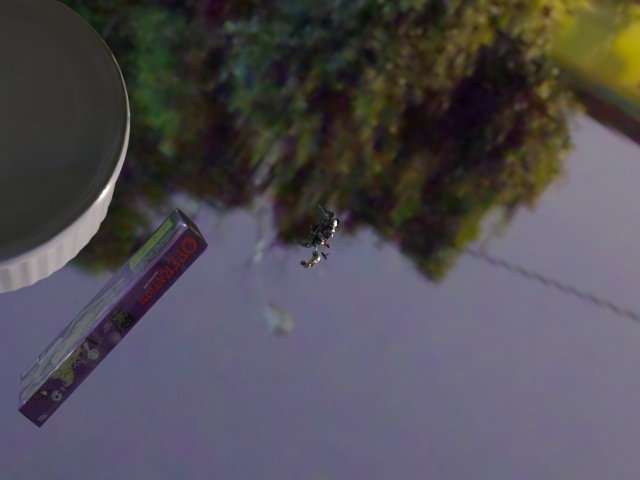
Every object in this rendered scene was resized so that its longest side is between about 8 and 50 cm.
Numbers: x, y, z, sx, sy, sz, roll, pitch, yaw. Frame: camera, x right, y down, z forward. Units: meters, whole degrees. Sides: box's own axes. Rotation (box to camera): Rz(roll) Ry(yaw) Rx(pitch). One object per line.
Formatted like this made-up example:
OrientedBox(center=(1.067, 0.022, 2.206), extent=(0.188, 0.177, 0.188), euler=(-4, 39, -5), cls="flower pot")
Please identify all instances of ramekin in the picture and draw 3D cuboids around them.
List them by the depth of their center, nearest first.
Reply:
OrientedBox(center=(-0.295, -0.076, 1.379), extent=(0.273, 0.273, 0.127), euler=(39, 157, 15), cls="ramekin")

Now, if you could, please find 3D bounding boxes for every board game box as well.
OrientedBox(center=(-0.301, 0.105, 2.322), extent=(0.056, 0.347, 0.208), euler=(43, -179, -9), cls="board game box")

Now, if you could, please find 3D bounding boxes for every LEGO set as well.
OrientedBox(center=(0.002, 0.000, 1.634), extent=(0.023, 0.054, 0.083), euler=(49, 166, 32), cls="LEGO set")
